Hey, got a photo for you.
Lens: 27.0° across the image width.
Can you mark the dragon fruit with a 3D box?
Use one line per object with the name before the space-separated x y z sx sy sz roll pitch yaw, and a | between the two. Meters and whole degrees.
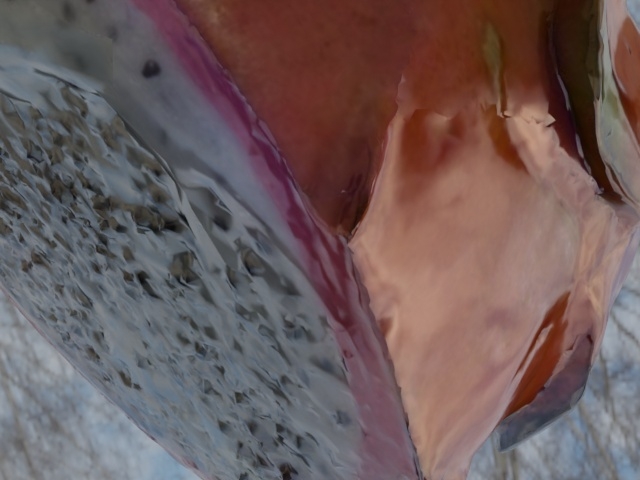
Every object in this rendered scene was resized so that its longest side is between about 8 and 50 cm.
dragon fruit | -0.010 -0.056 0.444 0.290 0.291 0.189 21 -125 44
